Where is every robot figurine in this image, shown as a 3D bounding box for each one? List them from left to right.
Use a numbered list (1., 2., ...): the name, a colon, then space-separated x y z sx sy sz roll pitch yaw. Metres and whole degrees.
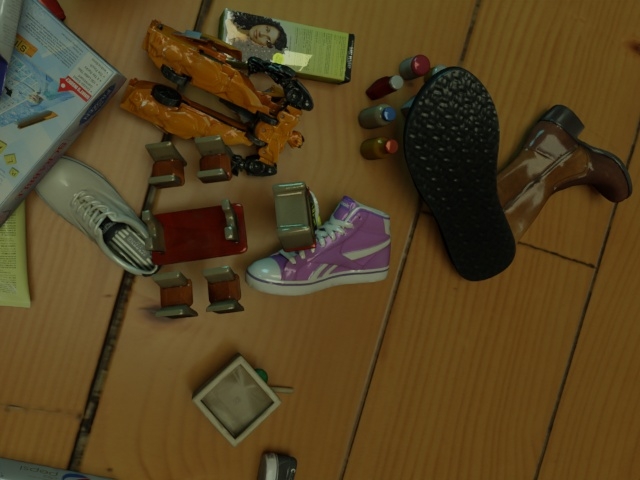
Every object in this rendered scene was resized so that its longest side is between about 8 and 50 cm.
1. robot figurine: -0.157 -0.224 0.933 0.290 0.085 0.211 22 121 -21

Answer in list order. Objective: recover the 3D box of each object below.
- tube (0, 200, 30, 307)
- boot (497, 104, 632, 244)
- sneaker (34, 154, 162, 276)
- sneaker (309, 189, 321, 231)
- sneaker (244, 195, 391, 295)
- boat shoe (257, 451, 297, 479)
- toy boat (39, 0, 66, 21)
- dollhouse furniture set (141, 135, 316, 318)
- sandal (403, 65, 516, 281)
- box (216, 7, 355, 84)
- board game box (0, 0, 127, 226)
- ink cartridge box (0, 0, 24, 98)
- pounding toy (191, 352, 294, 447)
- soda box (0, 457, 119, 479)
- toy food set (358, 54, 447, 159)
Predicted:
1. tube: -0.491 -0.016 0.882 0.062 0.070 0.241 -6 103 -57
2. boot: 0.482 -0.094 1.186 0.264 0.096 0.280 43 82 -18
3. sneaker: -0.343 -0.041 0.907 0.258 0.091 0.094 42 82 -18
4. sneaker: -0.021 -0.052 1.050 0.035 0.031 0.084 -17 101 -16
5. sneaker: 0.000 0.000 1.014 0.281 0.102 0.161 -9 115 -29
6. boat shoe: -0.085 0.510 1.070 0.076 0.080 0.229 8 86 -18
7. toy boat: -0.338 -0.439 0.810 0.318 0.268 0.148 -27 112 18
8. dollhouse furniture set: -0.140 -0.018 0.903 0.258 0.135 0.262 -7 79 1
9. sandal: 0.252 -0.113 1.077 0.167 0.107 0.446 -20 124 3
10. box: -0.059 -0.329 0.993 0.232 0.058 0.088 3 96 -20
11. board game box: -0.496 -0.216 0.792 0.318 0.066 0.318 42 92 -6
12. ink cartridge box: -0.482 -0.311 0.713 0.223 0.045 0.224 15 95 3
13. pounding toy: -0.132 0.276 1.024 0.141 0.100 0.130 -41 93 -13
14. soda box: -0.443 0.420 0.936 0.216 0.069 0.074 21 89 -19
15. toy food set: 0.156 -0.257 1.050 0.232 0.104 0.111 -44 107 -10
